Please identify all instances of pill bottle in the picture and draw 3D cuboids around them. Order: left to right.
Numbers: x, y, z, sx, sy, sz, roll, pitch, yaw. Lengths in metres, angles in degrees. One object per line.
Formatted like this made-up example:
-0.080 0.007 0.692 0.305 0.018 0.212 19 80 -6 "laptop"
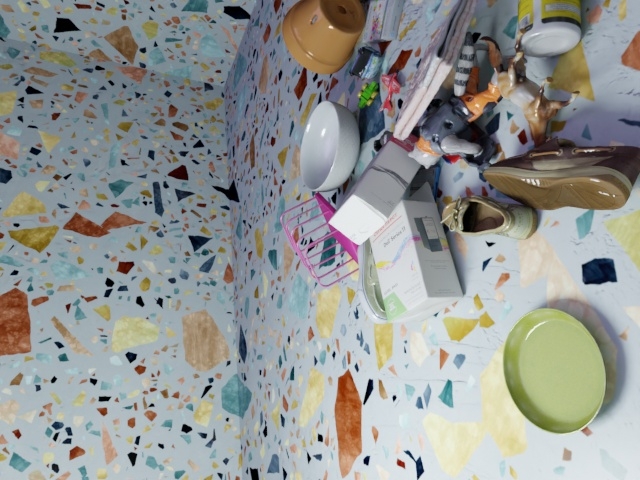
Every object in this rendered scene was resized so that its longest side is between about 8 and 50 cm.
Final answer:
0.472 -0.502 1.050 0.119 0.119 0.208 168 106 -64 "pill bottle"

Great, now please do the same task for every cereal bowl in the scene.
0.051 -0.343 1.895 0.339 0.141 0.338 -175 90 -65 "cereal bowl"

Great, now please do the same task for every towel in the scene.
0.294 -0.463 1.289 0.317 0.054 0.331 118 177 -67 "towel"

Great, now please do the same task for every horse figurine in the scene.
0.427 -0.318 1.052 0.263 0.066 0.174 58 175 18 "horse figurine"

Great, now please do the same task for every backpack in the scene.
0.167 -0.613 1.759 0.114 0.084 0.104 -47 -15 -57 "backpack"

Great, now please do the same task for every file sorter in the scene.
0.000 0.000 1.780 0.202 0.182 0.290 66 172 -32 "file sorter"

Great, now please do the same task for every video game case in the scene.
0.296 -0.127 1.469 0.119 0.015 0.166 8 92 65 "video game case"

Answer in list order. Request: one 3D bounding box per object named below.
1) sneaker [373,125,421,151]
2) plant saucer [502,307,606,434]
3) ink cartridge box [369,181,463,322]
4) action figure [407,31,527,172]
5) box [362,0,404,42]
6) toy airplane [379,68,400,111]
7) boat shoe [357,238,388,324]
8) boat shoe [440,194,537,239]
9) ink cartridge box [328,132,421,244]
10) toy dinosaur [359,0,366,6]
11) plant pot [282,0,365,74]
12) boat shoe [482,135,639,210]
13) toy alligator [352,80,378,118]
0.238 -0.296 1.523 0.234 0.106 0.078 175 99 -65 "sneaker"
0.462 0.255 1.001 0.241 0.037 0.240 -23 65 62 "plant saucer"
0.244 0.028 1.400 0.207 0.119 0.353 130 136 -54 "ink cartridge box"
0.323 -0.340 1.279 0.330 0.179 0.341 -61 35 21 "action figure"
0.216 -0.765 1.758 0.186 0.038 0.145 -144 64 -63 "box"
0.231 -0.492 1.674 0.151 0.028 0.151 -174 90 -67 "toy airplane"
0.175 0.108 1.572 0.094 0.109 0.302 -50 38 47 "boat shoe"
0.373 -0.060 1.198 0.285 0.090 0.104 -171 87 -65 "boat shoe"
0.166 -0.152 1.437 0.283 0.117 0.207 -55 4 -27 "ink cartridge box"
0.148 -0.940 1.937 0.112 0.064 0.211 -53 46 21 "toy dinosaur"
0.030 -0.798 1.876 0.204 0.291 0.290 -26 61 58 "plant pot"
0.472 -0.142 1.008 0.123 0.123 0.342 -54 19 -7 "boat shoe"
0.164 -0.509 1.808 0.051 0.056 0.189 -46 -4 -32 "toy alligator"
